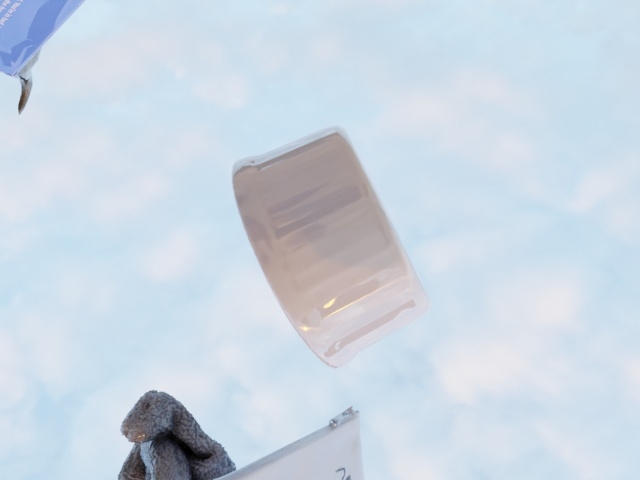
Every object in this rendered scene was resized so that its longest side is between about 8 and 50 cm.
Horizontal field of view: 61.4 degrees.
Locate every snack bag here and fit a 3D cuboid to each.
[{"bbox_3d":[-0.034,0.410,0.655,0.037,0.323,0.342,-7,-92,37],"label":"snack bag"}]

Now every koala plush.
[{"bbox_3d":[-0.227,0.350,0.678,0.203,0.196,0.221,35,-138,16],"label":"koala plush"}]

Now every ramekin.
[{"bbox_3d":[0.022,-0.001,0.647,0.135,0.277,0.277,-26,-119,9],"label":"ramekin"}]

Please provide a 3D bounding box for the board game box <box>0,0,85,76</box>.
[{"bbox_3d":[-0.167,-0.236,0.234,0.347,0.233,0.078,-26,-113,30],"label":"board game box"}]

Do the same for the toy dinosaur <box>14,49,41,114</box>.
[{"bbox_3d":[-0.343,-0.254,0.552,0.160,0.313,0.121,38,-143,25],"label":"toy dinosaur"}]
